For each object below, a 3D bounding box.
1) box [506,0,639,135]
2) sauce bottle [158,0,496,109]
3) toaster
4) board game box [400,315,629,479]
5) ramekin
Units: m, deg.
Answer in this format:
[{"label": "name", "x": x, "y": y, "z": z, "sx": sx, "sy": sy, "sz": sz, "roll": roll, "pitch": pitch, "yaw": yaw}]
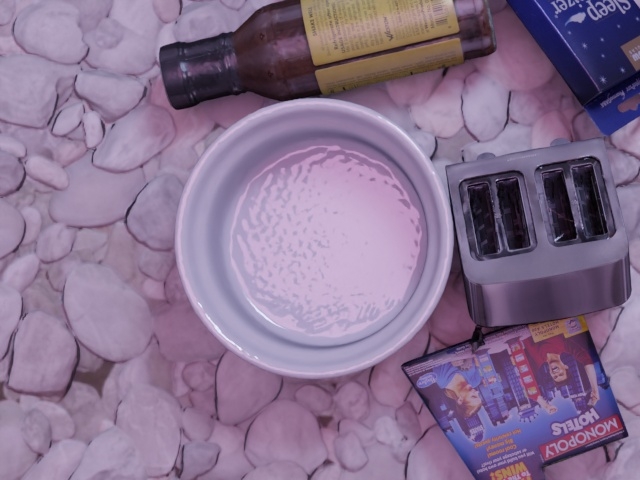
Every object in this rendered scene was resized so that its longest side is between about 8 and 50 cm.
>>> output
[{"label": "box", "x": 0.268, "y": -0.224, "z": 1.415, "sx": 0.136, "sy": 0.036, "sz": 0.225, "roll": -31, "pitch": 84, "yaw": -39}, {"label": "sauce bottle", "x": 0.005, "y": -0.208, "z": 1.447, "sx": 0.344, "sy": 0.111, "sz": 0.111, "roll": -11, "pitch": 87, "yaw": 5}, {"label": "toaster", "x": 0.215, "y": -0.003, "z": 1.385, "sx": 0.168, "sy": 0.110, "sz": 0.185, "roll": -10, "pitch": 60, "yaw": 7}, {"label": "board game box", "x": 0.206, "y": 0.186, "z": 1.434, "sx": 0.194, "sy": 0.060, "sz": 0.194, "roll": -20, "pitch": 87, "yaw": 6}, {"label": "ramekin", "x": 0.000, "y": 0.000, "z": 1.428, "sx": 0.277, "sy": 0.135, "sz": 0.277, "roll": 0, "pitch": 88, "yaw": 7}]
